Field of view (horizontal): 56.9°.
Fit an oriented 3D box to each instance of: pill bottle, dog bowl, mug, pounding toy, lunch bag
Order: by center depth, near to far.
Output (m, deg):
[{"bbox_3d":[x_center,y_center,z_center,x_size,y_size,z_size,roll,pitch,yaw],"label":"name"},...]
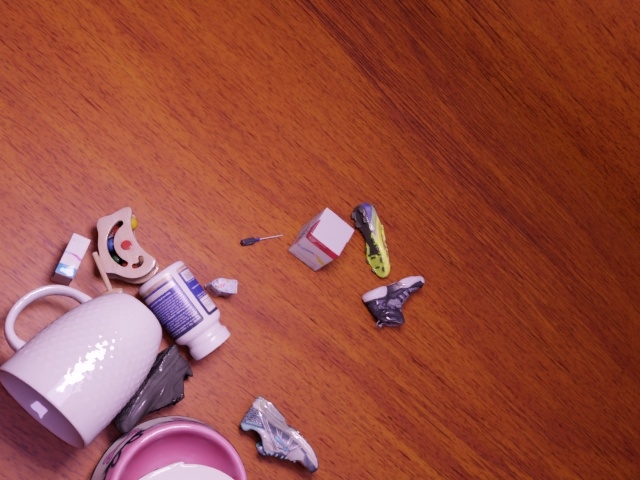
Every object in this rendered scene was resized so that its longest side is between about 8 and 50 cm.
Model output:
[{"bbox_3d":[-0.361,0.636,1.468,0.408,0.150,0.407,10,64,-21],"label":"dog bowl"},{"bbox_3d":[-0.605,0.266,1.475,0.374,0.276,0.328,40,52,0],"label":"mug"},{"bbox_3d":[-0.541,0.034,1.646,0.154,0.155,0.269,-7,74,-10],"label":"pounding toy"},{"bbox_3d":[-0.386,0.204,1.701,0.153,0.153,0.264,-38,93,-36],"label":"pill bottle"},{"bbox_3d":[-0.308,0.146,1.823,0.083,0.071,0.053,14,69,-30],"label":"lunch bag"}]

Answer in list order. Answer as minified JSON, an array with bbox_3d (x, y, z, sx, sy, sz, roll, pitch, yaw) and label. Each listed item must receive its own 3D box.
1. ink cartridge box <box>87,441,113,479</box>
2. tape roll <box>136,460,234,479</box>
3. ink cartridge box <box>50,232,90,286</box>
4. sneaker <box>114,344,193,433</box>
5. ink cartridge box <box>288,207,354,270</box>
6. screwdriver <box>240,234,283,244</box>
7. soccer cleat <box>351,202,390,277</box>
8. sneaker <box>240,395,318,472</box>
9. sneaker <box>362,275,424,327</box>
[{"bbox_3d":[-0.503,0.663,1.515,0.206,0.045,0.208,37,58,-15],"label":"ink cartridge box"},{"bbox_3d":[-0.315,0.706,1.327,0.393,0.072,0.391,10,64,-21],"label":"tape roll"},{"bbox_3d":[-0.682,0.053,1.613,0.052,0.088,0.122,25,60,-22],"label":"ink cartridge box"},{"bbox_3d":[-0.437,0.413,1.594,0.130,0.109,0.286,51,39,-15],"label":"sneaker"},{"bbox_3d":[0.000,0.000,2.010,0.127,0.176,0.128,38,55,-11],"label":"ink cartridge box"},{"bbox_3d":[-0.194,-0.009,1.987,0.170,0.024,0.025,-17,110,-37],"label":"screwdriver"},{"bbox_3d":[0.211,-0.006,2.197,0.121,0.093,0.288,-12,79,-42],"label":"soccer cleat"},{"bbox_3d":[-0.125,0.600,1.759,0.122,0.110,0.283,-44,95,-18],"label":"sneaker"},{"bbox_3d":[0.284,0.228,2.149,0.269,0.101,0.153,-15,81,-29],"label":"sneaker"}]
